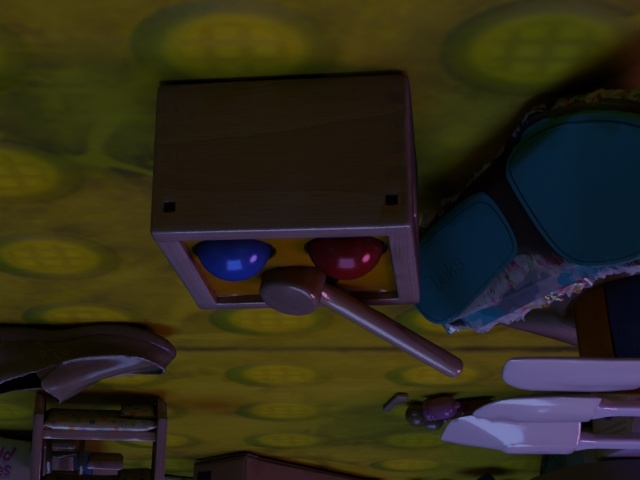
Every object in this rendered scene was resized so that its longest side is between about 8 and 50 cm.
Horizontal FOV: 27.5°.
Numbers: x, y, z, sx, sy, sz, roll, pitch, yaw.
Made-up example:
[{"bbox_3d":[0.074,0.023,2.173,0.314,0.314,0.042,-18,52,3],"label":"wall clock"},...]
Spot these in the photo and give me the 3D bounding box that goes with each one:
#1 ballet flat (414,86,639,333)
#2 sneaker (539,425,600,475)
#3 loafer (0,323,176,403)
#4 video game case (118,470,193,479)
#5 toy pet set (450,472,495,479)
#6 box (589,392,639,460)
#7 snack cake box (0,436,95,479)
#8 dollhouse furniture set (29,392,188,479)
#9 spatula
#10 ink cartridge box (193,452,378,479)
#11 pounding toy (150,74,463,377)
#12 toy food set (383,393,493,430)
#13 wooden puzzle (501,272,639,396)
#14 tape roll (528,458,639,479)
[{"bbox_3d":[0.119,-0.019,0.620,0.077,0.091,0.241,-24,177,-30],"label":"ballet flat"},{"bbox_3d":[0.326,0.268,1.300,0.208,0.127,0.319,0,160,4],"label":"sneaker"},{"bbox_3d":[-0.176,0.089,0.925,0.148,0.050,0.056,-1,160,2],"label":"loafer"},{"bbox_3d":[-0.221,0.302,1.541,0.183,0.023,0.201,14,154,-33],"label":"video game case"},{"bbox_3d":[0.170,0.283,1.467,0.122,0.065,0.114,7,-166,-9],"label":"toy pet set"},{"bbox_3d":[0.384,0.156,1.082,0.324,0.063,0.067,5,159,-14],"label":"box"},{"bbox_3d":[-0.302,0.277,1.341,0.152,0.089,0.264,12,157,-3],"label":"snack cake box"},{"bbox_3d":[-0.161,0.180,1.162,0.182,0.101,0.161,3,-176,-10],"label":"dollhouse furniture set"},{"bbox_3d":[0.204,0.097,0.768,0.242,0.019,0.168,1,152,-9],"label":"spatula"},{"bbox_3d":[-0.033,0.344,1.406,0.088,0.193,0.235,-15,154,40],"label":"ink cartridge box"},{"bbox_3d":[0.000,0.000,0.611,0.130,0.100,0.141,-2,159,6],"label":"pounding toy"},{"bbox_3d":[0.119,0.151,1.133,0.122,0.019,0.078,4,159,-10],"label":"toy food set"},{"bbox_3d":[0.291,0.043,0.755,0.322,0.080,0.348,17,154,-39],"label":"wooden puzzle"},{"bbox_3d":[0.264,0.261,1.108,0.219,0.072,0.219,3,147,2],"label":"tape roll"}]
